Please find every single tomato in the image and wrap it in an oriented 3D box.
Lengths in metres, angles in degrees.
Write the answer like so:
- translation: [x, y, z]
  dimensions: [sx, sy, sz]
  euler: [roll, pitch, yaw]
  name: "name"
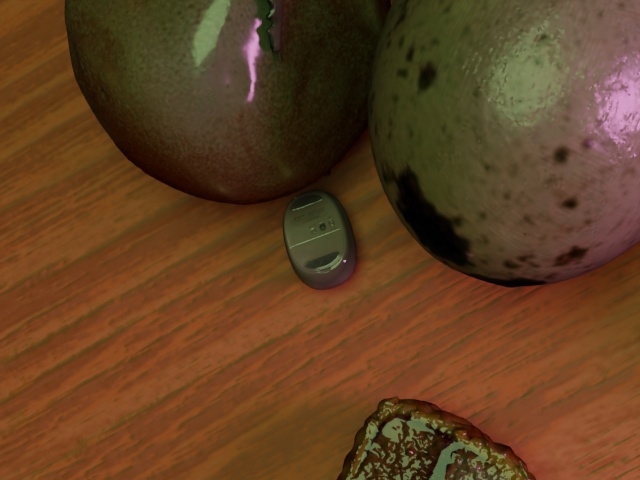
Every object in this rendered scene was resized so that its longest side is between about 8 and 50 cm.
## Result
- translation: [-0.086, -0.192, 1.362]
  dimensions: [0.303, 0.239, 0.304]
  euler: [-4, 77, 19]
  name: "tomato"

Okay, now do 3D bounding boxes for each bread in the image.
- translation: [0.090, 0.259, 1.297]
  dimensions: [0.181, 0.096, 0.222]
  euler: [22, 83, 18]
  name: "bread"

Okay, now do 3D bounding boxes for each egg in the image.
- translation: [0.190, -0.147, 1.254]
  dimensions: [0.287, 0.287, 0.379]
  euler: [9, 75, 17]
  name: "egg"

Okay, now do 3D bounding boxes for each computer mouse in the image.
- translation: [0.001, 0.001, 1.405]
  dimensions: [0.066, 0.039, 0.096]
  euler: [-20, 67, 10]
  name: "computer mouse"
